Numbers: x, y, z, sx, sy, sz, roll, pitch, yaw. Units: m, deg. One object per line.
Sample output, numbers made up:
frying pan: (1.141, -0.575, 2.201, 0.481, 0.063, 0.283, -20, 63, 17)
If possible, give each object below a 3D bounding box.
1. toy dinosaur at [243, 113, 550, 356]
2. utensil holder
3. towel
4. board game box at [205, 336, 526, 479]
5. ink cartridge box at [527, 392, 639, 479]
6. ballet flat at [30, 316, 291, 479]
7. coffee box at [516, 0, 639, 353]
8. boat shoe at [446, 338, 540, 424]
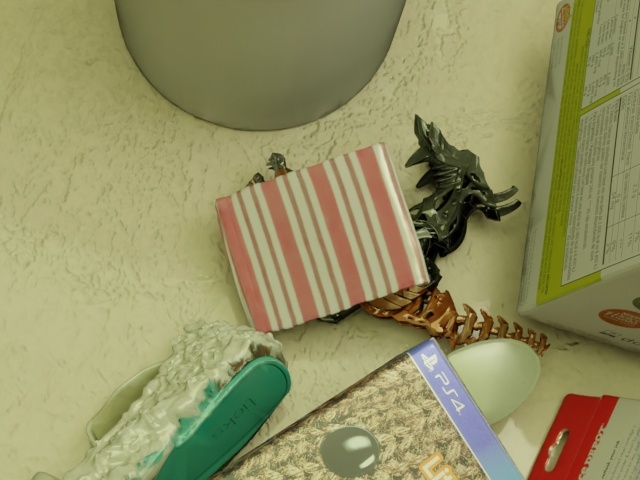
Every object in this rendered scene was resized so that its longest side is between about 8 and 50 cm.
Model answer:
toy dinosaur: (0.083, 0.007, 1.777, 0.322, 0.164, 0.218, 36, 88, -11)
utensil holder: (-0.058, -0.312, 1.720, 0.327, 0.385, 0.328, 1, 72, -4)
towel: (0.000, 0.000, 1.720, 0.197, 0.029, 0.144, -18, 87, 23)
board game box: (0.032, 0.264, 1.588, 0.291, 0.141, 0.232, -33, 87, -12)
ink cartridge box: (0.312, 0.228, 1.692, 0.078, 0.231, 0.134, 39, 69, -34)
ballet flat: (-0.193, 0.233, 1.687, 0.147, 0.147, 0.409, 41, 71, 9)
coffee box: (0.422, -0.074, 1.656, 0.337, 0.334, 0.338, 17, 70, -19)
boat shoe: (0.107, 0.165, 1.730, 0.227, 0.081, 0.079, -31, 87, -3)
